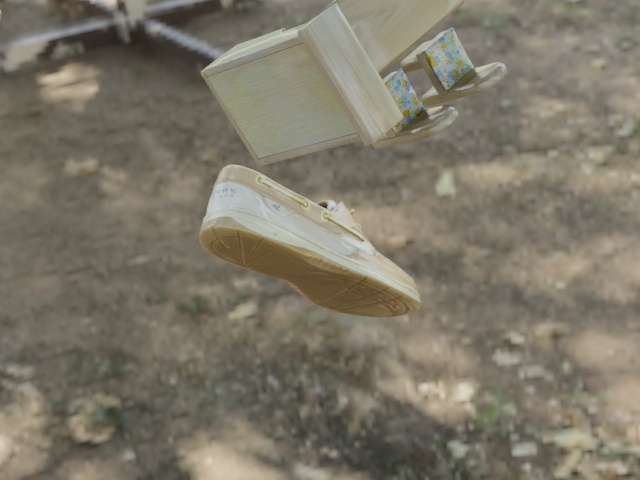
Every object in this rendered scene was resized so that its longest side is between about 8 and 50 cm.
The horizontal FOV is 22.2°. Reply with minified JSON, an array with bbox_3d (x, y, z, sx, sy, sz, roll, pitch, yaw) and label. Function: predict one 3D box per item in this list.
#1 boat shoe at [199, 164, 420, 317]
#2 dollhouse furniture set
[{"bbox_3d":[0.000,0.000,1.023,0.063,0.170,0.059,-19,55,42],"label":"boat shoe"},{"bbox_3d":[0.045,-0.178,1.383,0.242,0.212,0.161,-42,18,-31],"label":"dollhouse furniture set"}]
